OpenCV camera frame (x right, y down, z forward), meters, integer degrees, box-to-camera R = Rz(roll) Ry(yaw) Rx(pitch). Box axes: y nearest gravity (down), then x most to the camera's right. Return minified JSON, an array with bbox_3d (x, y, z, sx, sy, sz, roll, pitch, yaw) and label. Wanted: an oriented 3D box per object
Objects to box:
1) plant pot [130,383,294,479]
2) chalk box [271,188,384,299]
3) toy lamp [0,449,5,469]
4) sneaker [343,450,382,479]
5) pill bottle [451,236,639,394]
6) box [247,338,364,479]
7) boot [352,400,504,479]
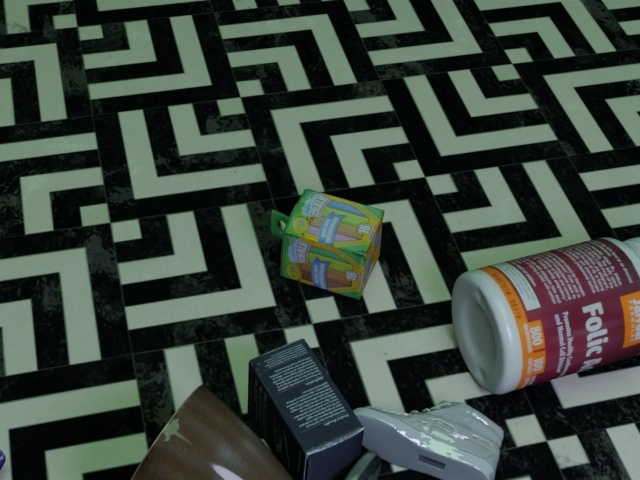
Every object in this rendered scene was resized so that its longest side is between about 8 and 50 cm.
[{"bbox_3d":[-0.148,0.375,1.608,0.230,0.215,0.215,33,52,5],"label":"plant pot"},{"bbox_3d":[0.000,0.000,1.992,0.213,0.132,0.132,15,48,11],"label":"chalk box"},{"bbox_3d":[-0.599,0.419,1.599,0.080,0.080,0.275,27,50,20],"label":"toy lamp"},{"bbox_3d":[0.072,0.444,1.621,0.130,0.087,0.227,20,53,12],"label":"sneaker"},{"bbox_3d":[0.453,0.120,1.851,0.392,0.224,0.224,-13,50,-15],"label":"pill bottle"},{"bbox_3d":[-0.028,0.294,1.705,0.108,0.153,0.207,-21,53,-22],"label":"box"},{"bbox_3d":[0.179,0.318,1.750,0.258,0.095,0.123,24,44,6],"label":"boot"}]
